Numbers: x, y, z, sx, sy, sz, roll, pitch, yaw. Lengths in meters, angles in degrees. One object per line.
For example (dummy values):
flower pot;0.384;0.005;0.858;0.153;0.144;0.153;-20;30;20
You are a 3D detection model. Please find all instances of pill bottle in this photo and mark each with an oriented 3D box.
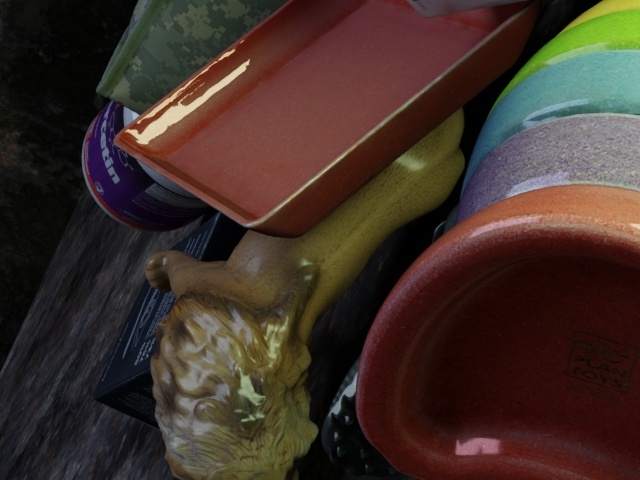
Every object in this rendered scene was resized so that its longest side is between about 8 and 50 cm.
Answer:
pill bottle;-0.160;-0.122;1.802;0.181;0.181;0.323;-67;15;-19

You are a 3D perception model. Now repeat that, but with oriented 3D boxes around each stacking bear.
stacking bear;0.149;-0.035;0.648;0.289;0.175;0.164;-59;-20;-43

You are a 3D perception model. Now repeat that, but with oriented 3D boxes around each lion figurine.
lion figurine;0.000;0.000;1.130;0.392;0.142;0.240;-57;23;2

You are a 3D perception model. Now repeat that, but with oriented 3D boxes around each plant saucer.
plant saucer;0.005;-0.105;1.110;0.259;0.047;0.258;-40;30;-12

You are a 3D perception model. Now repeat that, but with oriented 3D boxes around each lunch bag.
lunch bag;-0.037;-0.212;1.436;0.287;0.235;0.169;-50;16;40

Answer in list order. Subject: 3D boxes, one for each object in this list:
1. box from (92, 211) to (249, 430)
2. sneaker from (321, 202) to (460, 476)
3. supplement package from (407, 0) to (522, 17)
box;-0.105;0.084;1.385;0.207;0.108;0.153;-30;35;65
sneaker;0.084;0.040;0.892;0.234;0.078;0.106;-51;15;24
supplement package;0.132;-0.244;0.963;0.244;0.134;0.139;-1;54;54
